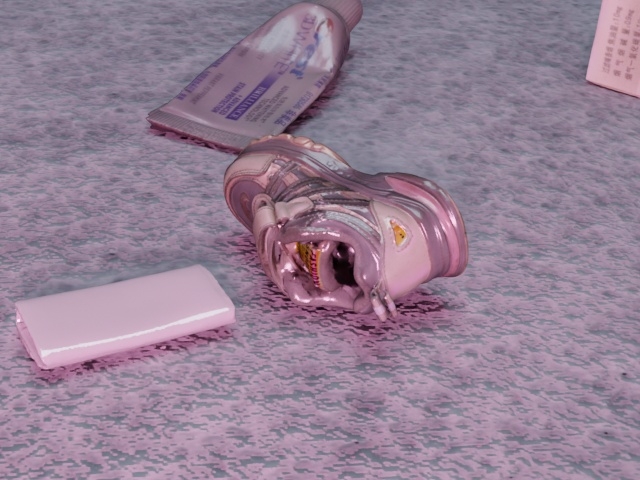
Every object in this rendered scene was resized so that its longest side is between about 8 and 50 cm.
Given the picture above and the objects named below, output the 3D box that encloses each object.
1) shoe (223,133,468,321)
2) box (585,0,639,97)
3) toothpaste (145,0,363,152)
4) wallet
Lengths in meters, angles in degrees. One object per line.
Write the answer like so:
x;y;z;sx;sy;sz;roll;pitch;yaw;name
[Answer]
0.000;0.000;0.749;0.180;0.089;0.092;19;45;30;shoe
0.335;-0.280;1.101;0.069;0.256;0.164;24;35;29;box
-0.038;-0.157;1.049;0.099;0.068;0.282;-11;25;35;toothpaste
-0.116;0.045;0.703;0.122;0.025;0.061;-12;31;-26;wallet
